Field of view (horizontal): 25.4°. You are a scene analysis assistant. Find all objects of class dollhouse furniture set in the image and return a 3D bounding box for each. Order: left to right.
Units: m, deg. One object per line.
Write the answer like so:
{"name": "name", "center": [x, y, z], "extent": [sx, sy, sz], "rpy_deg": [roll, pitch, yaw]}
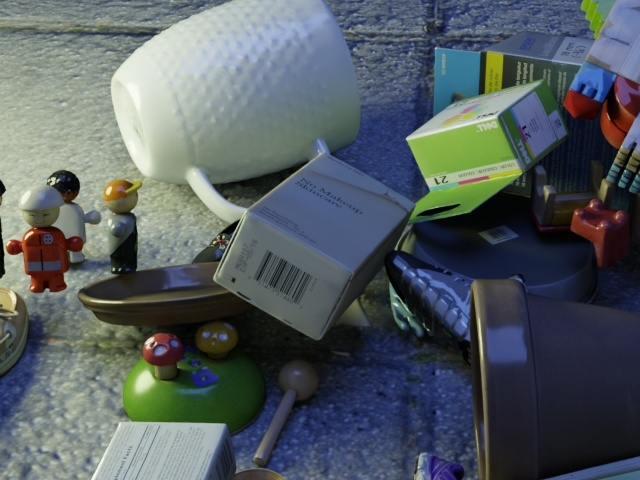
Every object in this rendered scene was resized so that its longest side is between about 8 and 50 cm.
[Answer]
{"name": "dollhouse furniture set", "center": [0.494, -0.006, 1.975], "extent": [0.374, 0.152, 0.201], "rpy_deg": [-5, 33, -6]}

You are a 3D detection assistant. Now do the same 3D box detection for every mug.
{"name": "mug", "center": [-0.124, -0.186, 2.201], "extent": [0.328, 0.276, 0.374], "rpy_deg": [-20, 68, -18]}

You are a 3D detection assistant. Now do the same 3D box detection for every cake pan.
{"name": "cake pan", "center": [0.253, 0.016, 2.017], "extent": [0.293, 0.054, 0.293], "rpy_deg": [3, 32, -2]}

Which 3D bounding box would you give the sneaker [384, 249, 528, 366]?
{"name": "sneaker", "center": [0.198, 0.071, 1.876], "extent": [0.132, 0.086, 0.228], "rpy_deg": [-37, 67, -16]}

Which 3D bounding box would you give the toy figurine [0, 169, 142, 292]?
{"name": "toy figurine", "center": [-0.368, -0.024, 1.966], "extent": [0.210, 0.148, 0.213], "rpy_deg": [-13, 16, -43]}

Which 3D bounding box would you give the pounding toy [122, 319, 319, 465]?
{"name": "pounding toy", "center": [-0.136, 0.161, 1.774], "extent": [0.237, 0.110, 0.183], "rpy_deg": [14, 36, 21]}

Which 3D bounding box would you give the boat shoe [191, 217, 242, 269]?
{"name": "boat shoe", "center": [-0.141, 0.008, 2.072], "extent": [0.049, 0.042, 0.133], "rpy_deg": [25, 43, 31]}

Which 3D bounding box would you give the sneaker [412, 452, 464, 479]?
{"name": "sneaker", "center": [0.137, 0.300, 1.598], "extent": [0.071, 0.068, 0.170], "rpy_deg": [8, 33, 3]}

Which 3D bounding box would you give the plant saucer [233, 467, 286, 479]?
{"name": "plant saucer", "center": [-0.076, 0.298, 1.649], "extent": [0.083, 0.015, 0.083], "rpy_deg": [-1, 33, 1]}

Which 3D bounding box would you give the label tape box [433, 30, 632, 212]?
{"name": "label tape box", "center": [0.346, -0.190, 2.178], "extent": [0.334, 0.240, 0.106], "rpy_deg": [11, 35, 18]}

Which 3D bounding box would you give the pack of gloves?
{"name": "pack of gloves", "center": [0.071, 0.072, 1.984], "extent": [0.195, 0.046, 0.232], "rpy_deg": [9, 32, -11]}

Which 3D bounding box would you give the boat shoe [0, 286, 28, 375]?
{"name": "boat shoe", "center": [-0.457, 0.136, 1.837], "extent": [0.105, 0.089, 0.285], "rpy_deg": [4, 33, 9]}

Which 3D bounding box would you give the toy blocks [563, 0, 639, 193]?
{"name": "toy blocks", "center": [0.482, -0.170, 1.911], "extent": [0.381, 0.190, 0.261], "rpy_deg": [27, 70, 10]}

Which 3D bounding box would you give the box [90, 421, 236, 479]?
{"name": "box", "center": [-0.180, 0.274, 1.622], "extent": [0.137, 0.072, 0.126], "rpy_deg": [0, 32, 14]}

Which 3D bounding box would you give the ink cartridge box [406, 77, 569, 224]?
{"name": "ink cartridge box", "center": [0.204, -0.122, 2.023], "extent": [0.189, 0.097, 0.255], "rpy_deg": [-10, 20, 48]}

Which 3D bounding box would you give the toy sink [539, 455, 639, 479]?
{"name": "toy sink", "center": [0.271, 0.334, 1.480], "extent": [0.234, 0.131, 0.153], "rpy_deg": [-10, 34, -14]}

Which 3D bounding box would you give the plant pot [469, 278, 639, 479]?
{"name": "plant pot", "center": [0.289, 0.169, 1.606], "extent": [0.229, 0.263, 0.263], "rpy_deg": [-3, 33, 2]}

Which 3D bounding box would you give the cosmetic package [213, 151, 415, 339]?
{"name": "cosmetic package", "center": [0.000, 0.000, 1.854], "extent": [0.160, 0.113, 0.309], "rpy_deg": [29, 24, 7]}

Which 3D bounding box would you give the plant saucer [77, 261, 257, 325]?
{"name": "plant saucer", "center": [-0.182, 0.070, 1.891], "extent": [0.278, 0.041, 0.278], "rpy_deg": [-6, 7, 1]}
